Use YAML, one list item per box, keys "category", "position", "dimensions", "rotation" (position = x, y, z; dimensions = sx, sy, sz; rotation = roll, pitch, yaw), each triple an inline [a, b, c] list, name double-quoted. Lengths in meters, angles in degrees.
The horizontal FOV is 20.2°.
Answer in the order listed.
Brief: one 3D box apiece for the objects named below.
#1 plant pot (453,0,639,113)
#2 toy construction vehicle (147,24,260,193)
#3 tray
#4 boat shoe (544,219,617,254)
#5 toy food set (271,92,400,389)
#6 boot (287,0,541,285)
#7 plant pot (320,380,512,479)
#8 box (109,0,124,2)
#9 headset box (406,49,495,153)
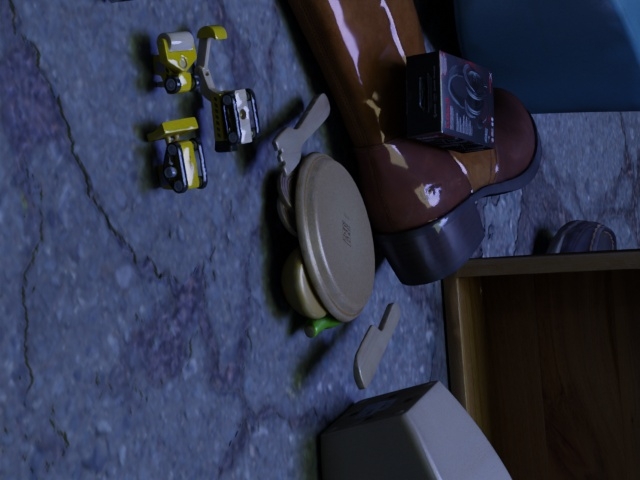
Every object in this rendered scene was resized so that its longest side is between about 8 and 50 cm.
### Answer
- category: "plant pot"
  position: [0.193, -0.231, 1.507]
  dimensions: [0.234, 0.165, 0.166]
  rotation: [50, 44, -61]
- category: "toy construction vehicle"
  position: [-0.080, -0.083, 1.126]
  dimensions: [0.086, 0.035, 0.098]
  rotation: [-20, 102, -52]
- category: "tray"
  position: [0.222, 0.216, 1.503]
  dimensions: [0.076, 0.202, 0.411]
  rotation: [-6, 92, -65]
- category: "boat shoe"
  position: [0.280, 0.157, 1.710]
  dimensions: [0.132, 0.130, 0.356]
  rotation: [9, 79, -63]
- category: "toy food set"
  position: [0.000, 0.000, 1.277]
  dimensions: [0.132, 0.038, 0.192]
  rotation: [-56, 130, -61]
- category: "boot"
  position: [0.066, -0.145, 1.402]
  dimensions: [0.264, 0.096, 0.280]
  rotation: [-47, 122, -46]
- category: "plant pot"
  position: [0.061, 0.163, 1.303]
  dimensions: [0.109, 0.109, 0.096]
  rotation: [-34, 105, -60]
- category: "box"
  position: [-0.137, -0.209, 1.023]
  dimensions: [0.137, 0.027, 0.094]
  rotation: [43, 48, -54]
- category: "headset box"
  position: [0.093, -0.102, 1.323]
  dimensions: [0.083, 0.032, 0.062]
  rotation: [13, 74, -53]
